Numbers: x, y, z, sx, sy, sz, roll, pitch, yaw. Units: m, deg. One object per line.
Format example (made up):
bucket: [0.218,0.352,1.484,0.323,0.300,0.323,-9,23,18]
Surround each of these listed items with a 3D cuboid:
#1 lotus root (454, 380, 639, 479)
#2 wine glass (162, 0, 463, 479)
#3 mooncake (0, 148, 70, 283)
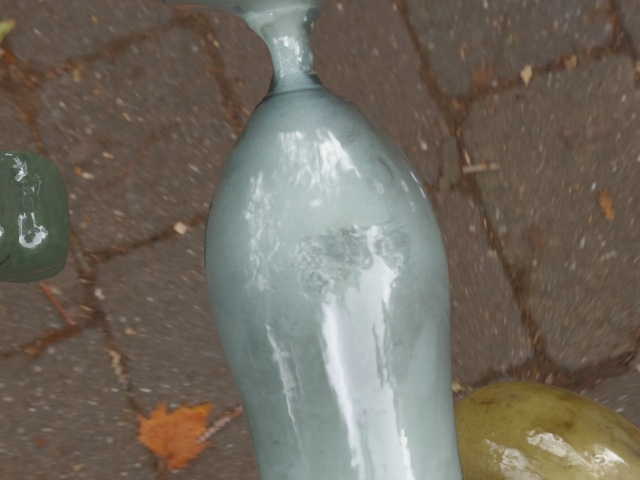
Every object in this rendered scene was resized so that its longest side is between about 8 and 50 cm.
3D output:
lotus root: [0.196,0.220,1.406,0.310,0.183,0.182,20,84,44]
wine glass: [0.000,0.000,0.549,0.093,0.093,0.202,-9,88,6]
mooncake: [-0.300,-0.009,1.271,0.175,0.168,0.104,-18,78,24]
